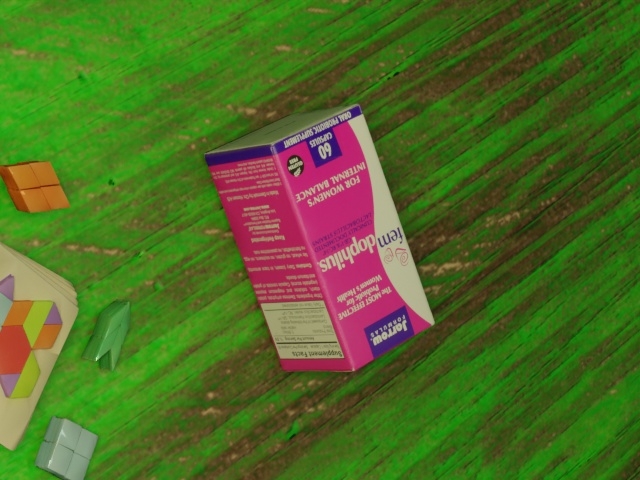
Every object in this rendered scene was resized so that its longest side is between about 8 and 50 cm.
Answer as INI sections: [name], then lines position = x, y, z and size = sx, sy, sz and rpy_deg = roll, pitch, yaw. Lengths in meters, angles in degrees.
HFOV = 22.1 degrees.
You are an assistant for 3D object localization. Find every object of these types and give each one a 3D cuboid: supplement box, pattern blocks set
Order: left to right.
[pattern blocks set]
position = -0.268, 0.065, 1.291
size = 0.325, 0.026, 0.285
rpy_deg = 25, 73, -51
[supplement box]
position = 0.000, 0.000, 1.500
size = 0.111, 0.114, 0.220
rpy_deg = -28, 105, -36
